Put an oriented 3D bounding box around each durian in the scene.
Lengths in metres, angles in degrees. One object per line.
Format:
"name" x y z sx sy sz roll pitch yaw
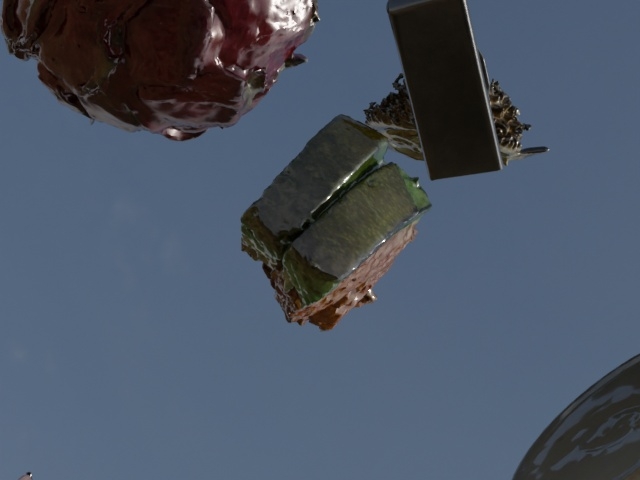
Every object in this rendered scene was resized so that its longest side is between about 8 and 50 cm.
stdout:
"durian" 0.139 -0.124 1.738 0.188 0.091 0.148 17 -12 1

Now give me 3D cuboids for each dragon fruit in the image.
"dragon fruit" -0.171 -0.261 1.822 0.329 0.329 0.329 19 -48 23

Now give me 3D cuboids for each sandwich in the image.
"sandwich" -0.004 0.003 1.384 0.109 0.185 0.160 40 -48 10

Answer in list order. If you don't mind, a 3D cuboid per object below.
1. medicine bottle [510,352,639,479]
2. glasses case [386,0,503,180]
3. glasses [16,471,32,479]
"medicine bottle" 0.316 0.262 1.177 0.384 0.224 0.224 50 -43 -9
"glasses case" 0.113 -0.140 1.558 0.072 0.042 0.190 -6 -53 15
"glasses" -0.164 0.272 1.242 0.255 0.162 0.095 29 -37 -2
